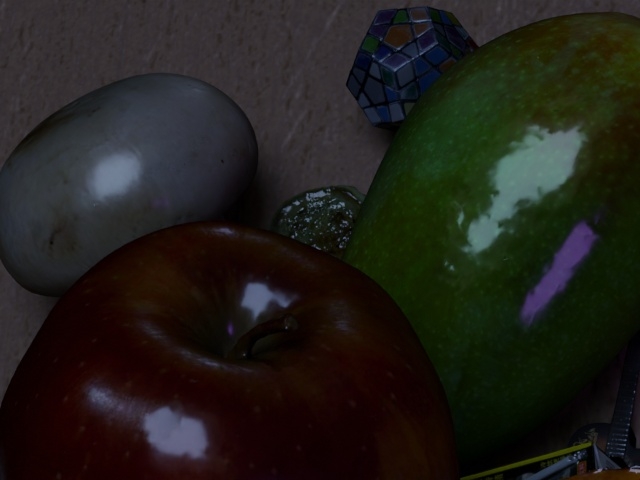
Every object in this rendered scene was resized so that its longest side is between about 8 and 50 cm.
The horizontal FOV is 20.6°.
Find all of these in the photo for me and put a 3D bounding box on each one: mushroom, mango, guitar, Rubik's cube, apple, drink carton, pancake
[{"bbox_3d":[-0.151,-0.032,1.391,0.226,0.178,0.226,-19,19,7],"label":"mushroom"},{"bbox_3d":[0.127,0.003,1.232,0.225,0.201,0.382,40,90,19],"label":"mango"},{"bbox_3d":[0.209,0.130,1.215,0.088,0.025,0.233,2,57,25],"label":"guitar"},{"bbox_3d":[0.075,-0.137,1.410,0.093,0.111,0.111,-27,45,-33],"label":"Rubik's cube"},{"bbox_3d":[-0.058,0.143,1.067,0.288,0.317,0.288,2,43,-2],"label":"apple"},{"bbox_3d":[0.119,0.191,1.163,0.166,0.056,0.071,-21,47,28],"label":"drink carton"},{"bbox_3d":[0.000,-0.001,1.395,0.108,0.017,0.108,-8,55,12],"label":"pancake"}]

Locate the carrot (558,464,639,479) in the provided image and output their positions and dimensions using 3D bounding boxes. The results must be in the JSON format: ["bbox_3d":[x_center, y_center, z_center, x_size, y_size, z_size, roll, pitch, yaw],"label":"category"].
[{"bbox_3d":[0.120,0.299,1.010,0.214,0.193,0.331,-17,33,47],"label":"carrot"}]
